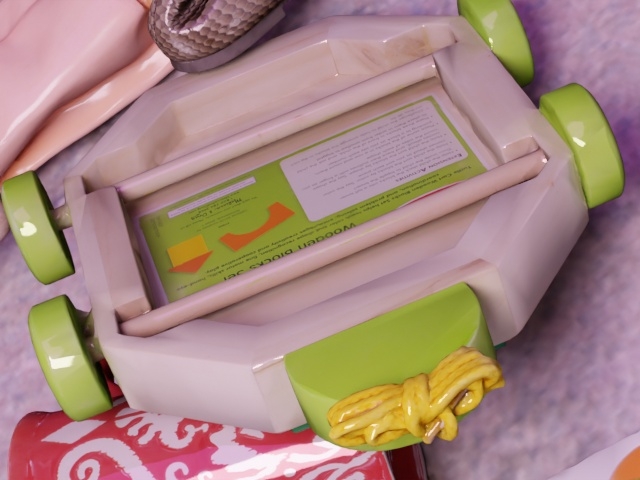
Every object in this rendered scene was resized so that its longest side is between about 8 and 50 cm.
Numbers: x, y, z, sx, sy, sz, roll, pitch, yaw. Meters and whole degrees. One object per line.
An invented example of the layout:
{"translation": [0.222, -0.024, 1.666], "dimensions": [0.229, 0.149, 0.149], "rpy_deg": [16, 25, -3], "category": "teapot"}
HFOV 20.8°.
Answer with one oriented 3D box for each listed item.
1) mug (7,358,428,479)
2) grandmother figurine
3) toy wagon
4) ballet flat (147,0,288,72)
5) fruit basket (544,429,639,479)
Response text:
{"translation": [-0.048, 0.094, 0.806], "dimensions": [0.169, 0.113, 0.150], "rpy_deg": [-17, 83, 12], "category": "mug"}
{"translation": [-0.215, -0.039, 0.980], "dimensions": [0.342, 0.104, 0.208], "rpy_deg": [-43, 27, 3], "category": "grandmother figurine"}
{"translation": [0.000, 0.000, 0.784], "dimensions": [0.267, 0.068, 0.344], "rpy_deg": [-23, 34, -2], "category": "toy wagon"}
{"translation": [-0.004, -0.185, 0.941], "dimensions": [0.250, 0.058, 0.084], "rpy_deg": [-44, 34, -22], "category": "ballet flat"}
{"translation": [0.239, 0.160, 0.608], "dimensions": [0.353, 0.165, 0.327], "rpy_deg": [-27, 56, 15], "category": "fruit basket"}
